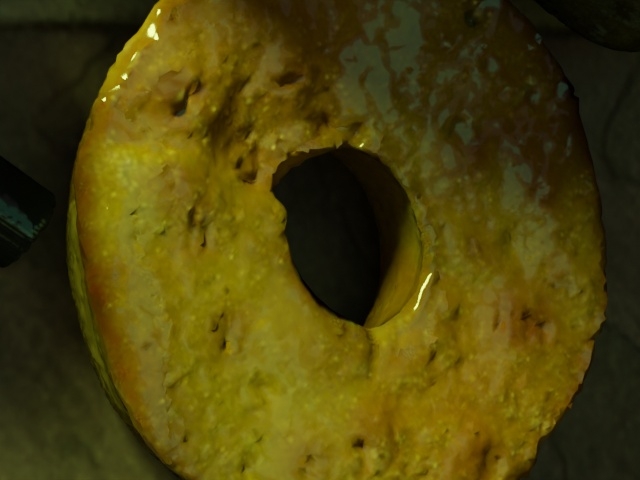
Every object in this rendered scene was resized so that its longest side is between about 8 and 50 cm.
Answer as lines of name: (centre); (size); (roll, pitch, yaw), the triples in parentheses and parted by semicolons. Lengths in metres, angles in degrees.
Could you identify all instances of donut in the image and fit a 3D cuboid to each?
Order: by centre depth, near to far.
donut: (0.000, 0.000, 0.869); (0.303, 0.110, 0.302); (2, 86, -27)

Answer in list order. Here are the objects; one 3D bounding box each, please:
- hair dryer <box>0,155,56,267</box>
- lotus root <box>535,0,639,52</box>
hair dryer: (-0.170, -0.110, 0.828); (0.173, 0.050, 0.194); (39, 65, -21)
lotus root: (0.126, -0.250, 0.947); (0.158, 0.140, 0.322); (-44, 102, -24)
